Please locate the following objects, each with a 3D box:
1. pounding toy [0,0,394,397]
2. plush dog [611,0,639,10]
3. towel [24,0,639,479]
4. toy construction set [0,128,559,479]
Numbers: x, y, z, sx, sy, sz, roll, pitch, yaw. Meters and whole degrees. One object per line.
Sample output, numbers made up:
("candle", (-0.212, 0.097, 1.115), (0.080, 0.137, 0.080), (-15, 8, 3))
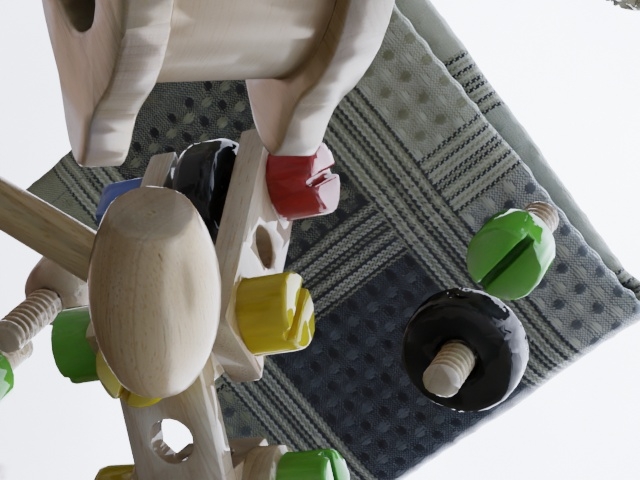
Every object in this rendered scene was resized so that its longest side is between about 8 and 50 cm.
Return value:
("pounding toy", (-0.070, -0.102, 0.547), (0.154, 0.154, 0.269), (105, -25, -48))
("plush dog", (0.280, -0.194, 0.969), (0.211, 0.225, 0.262), (-68, -159, 3))
("towel", (0.000, 0.000, 1.206), (0.312, 0.324, 0.056), (-37, -175, 25))
("toy construction set", (-0.087, 0.089, 0.823), (0.308, 0.237, 0.257), (18, -62, 15))
